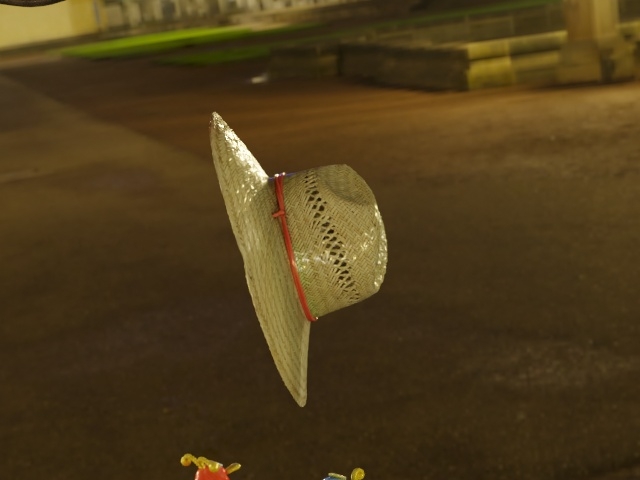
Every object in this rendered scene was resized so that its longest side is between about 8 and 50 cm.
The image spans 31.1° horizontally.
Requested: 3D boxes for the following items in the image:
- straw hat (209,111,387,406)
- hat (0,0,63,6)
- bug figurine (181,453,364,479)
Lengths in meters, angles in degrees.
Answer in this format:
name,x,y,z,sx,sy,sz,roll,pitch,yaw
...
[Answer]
name,x,y,z,sx,sy,sz,roll,pitch,yaw
straw hat,0.000,0.000,0.535,0.061,0.145,0.144,-17,12,5
hat,-0.249,-0.376,1.210,0.134,0.331,0.331,33,35,32
bug figurine,-0.086,0.276,1.007,0.279,0.072,0.216,-9,35,50
